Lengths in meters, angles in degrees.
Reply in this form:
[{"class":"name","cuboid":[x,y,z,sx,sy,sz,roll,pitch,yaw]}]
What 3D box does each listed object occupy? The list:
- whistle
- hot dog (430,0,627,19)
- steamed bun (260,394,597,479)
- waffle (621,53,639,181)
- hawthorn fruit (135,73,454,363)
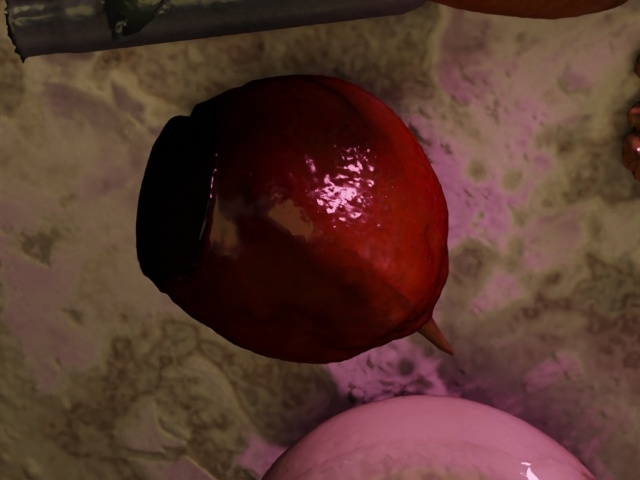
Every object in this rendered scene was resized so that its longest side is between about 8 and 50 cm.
[{"class":"whistle","cuboid":[-0.056,-0.169,1.112,0.312,0.062,0.062,-6,103,5]},{"class":"hot dog","cuboid":[0.134,-0.339,0.922,0.185,0.223,0.405,12,81,12]},{"class":"steamed bun","cuboid":[0.079,0.238,1.138,0.282,0.177,0.283,1,100,8]},{"class":"waffle","cuboid":[0.292,-0.069,1.121,0.192,0.046,0.161,38,103,-6]},{"class":"hawthorn fruit","cuboid":[0.000,0.000,1.086,0.251,0.189,0.189,38,103,-9]}]
